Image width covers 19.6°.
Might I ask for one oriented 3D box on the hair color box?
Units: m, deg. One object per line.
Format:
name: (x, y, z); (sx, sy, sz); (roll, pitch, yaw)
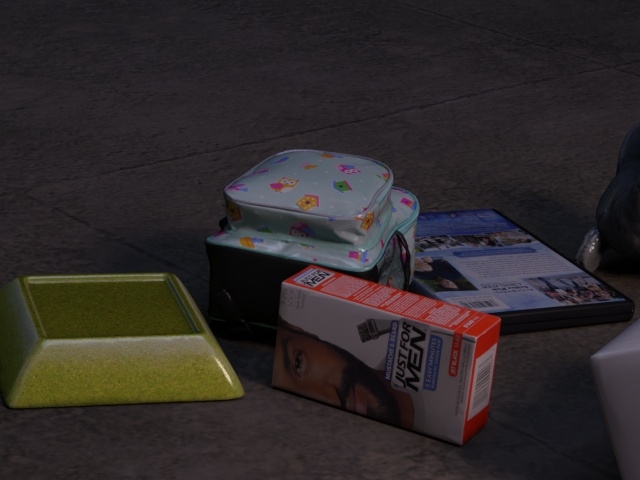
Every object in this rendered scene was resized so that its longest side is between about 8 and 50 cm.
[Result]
hair color box: (0.049, 0.087, 1.442); (0.167, 0.093, 0.053); (15, 22, 25)

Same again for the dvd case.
dvd case: (0.150, 0.026, 1.736); (0.180, 0.022, 0.253); (-4, 22, -26)

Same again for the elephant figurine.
elephant figurine: (0.399, -0.022, 1.768); (0.239, 0.186, 0.169); (28, 54, -12)

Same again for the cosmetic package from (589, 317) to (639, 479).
cosmetic package: (0.349, 0.094, 1.331); (0.224, 0.138, 0.225); (-13, 9, 33)

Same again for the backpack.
backpack: (0.000, 0.000, 1.598); (0.166, 0.144, 0.188); (7, 17, 19)

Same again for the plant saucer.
plant saucer: (-0.170, 0.071, 1.493); (0.188, 0.045, 0.188); (-1, 21, -18)
